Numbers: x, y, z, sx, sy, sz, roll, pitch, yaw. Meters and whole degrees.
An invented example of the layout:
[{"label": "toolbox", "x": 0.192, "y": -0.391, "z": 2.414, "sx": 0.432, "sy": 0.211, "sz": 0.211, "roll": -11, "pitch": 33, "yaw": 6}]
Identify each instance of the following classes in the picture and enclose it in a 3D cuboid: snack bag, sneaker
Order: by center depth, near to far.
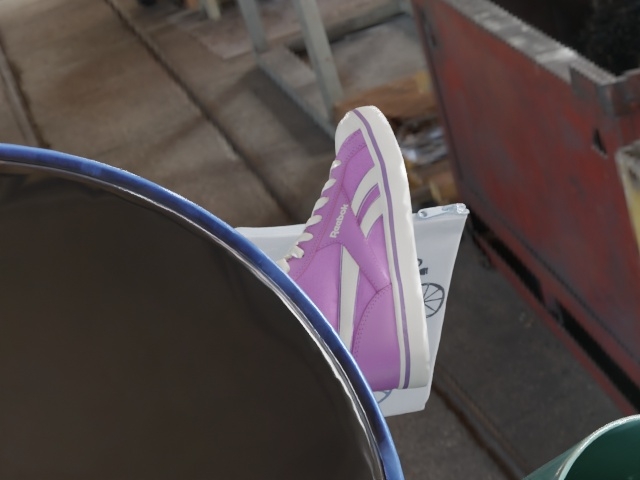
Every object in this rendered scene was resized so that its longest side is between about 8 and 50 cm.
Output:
[{"label": "sneaker", "x": 0.000, "y": 0.000, "z": 1.068, "sx": 0.161, "sy": 0.102, "sz": 0.282, "roll": -4, "pitch": 56, "yaw": -3}, {"label": "snack bag", "x": 0.009, "y": 0.105, "z": 1.516, "sx": 0.323, "sy": 0.343, "sz": 0.037, "roll": -6, "pitch": 36, "yaw": -20}]

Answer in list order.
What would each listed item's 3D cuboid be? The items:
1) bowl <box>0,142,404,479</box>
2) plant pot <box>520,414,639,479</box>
[{"label": "bowl", "x": -0.136, "y": 0.128, "z": 0.511, "sx": 0.391, "sy": 0.391, "sz": 0.077, "roll": -40, "pitch": -7, "yaw": -36}, {"label": "plant pot", "x": 0.213, "y": 0.309, "z": 0.928, "sx": 0.293, "sy": 0.293, "sz": 0.235, "roll": -44, "pitch": 1, "yaw": -41}]
